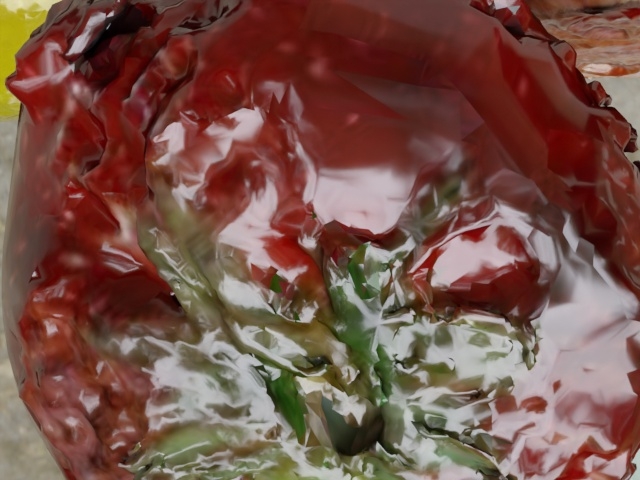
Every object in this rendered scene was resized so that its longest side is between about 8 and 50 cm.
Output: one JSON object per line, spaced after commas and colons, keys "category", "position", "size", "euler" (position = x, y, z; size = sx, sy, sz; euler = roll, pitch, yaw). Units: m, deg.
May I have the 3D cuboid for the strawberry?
{"category": "strawberry", "position": [0.000, 0.000, 0.554], "size": [0.274, 0.220, 0.274], "euler": [4, 113, 9]}

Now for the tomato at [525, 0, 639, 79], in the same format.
{"category": "tomato", "position": [0.177, -0.136, 0.661], "size": [0.236, 0.236, 0.095], "euler": [1, 89, -23]}

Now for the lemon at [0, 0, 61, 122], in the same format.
{"category": "lemon", "position": [-0.264, -0.254, 1.098], "size": [0.348, 0.348, 0.348], "euler": [-12, 132, -13]}

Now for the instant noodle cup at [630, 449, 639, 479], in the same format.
{"category": "instant noodle cup", "position": [0.294, 0.169, 1.029], "size": [0.231, 0.243, 0.243], "euler": [-16, 143, -54]}
